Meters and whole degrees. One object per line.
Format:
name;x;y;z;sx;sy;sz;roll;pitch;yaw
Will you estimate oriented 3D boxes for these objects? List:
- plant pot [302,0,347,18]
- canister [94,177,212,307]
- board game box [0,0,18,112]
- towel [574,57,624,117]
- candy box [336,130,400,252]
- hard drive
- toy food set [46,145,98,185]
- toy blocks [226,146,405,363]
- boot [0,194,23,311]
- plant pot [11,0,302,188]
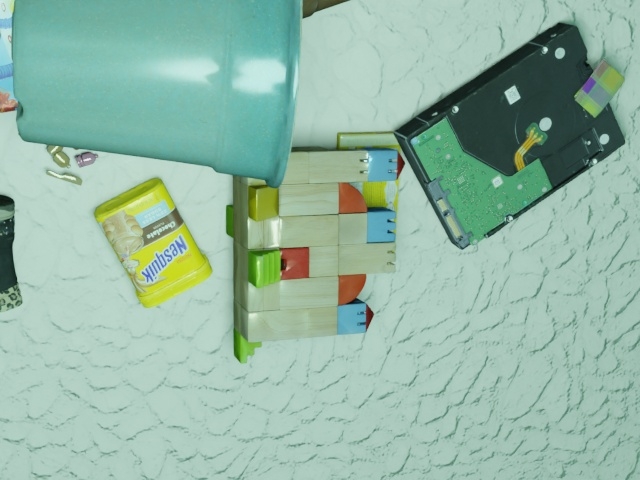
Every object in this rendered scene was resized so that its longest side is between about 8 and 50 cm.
plant pot;0.006;-0.407;1.512;0.165;0.167;0.167;-16;113;-17
canister;-0.262;0.003;1.630;0.126;0.073;0.170;-28;112;-4
board game box;-0.472;-0.330;1.445;0.301;0.086;0.308;-12;112;-11
towel;0.454;-0.247;1.697;0.060;0.009;0.083;34;93;-26
candy box;0.076;-0.076;1.716;0.105;0.027;0.206;-2;109;-12
hard drive;0.313;-0.168;1.714;0.339;0.064;0.237;-35;115;-6
toy food set;-0.369;-0.149;1.577;0.078;0.019;0.122;18;96;-21
toy blocks;0.000;0.000;1.636;0.260;0.191;0.382;-2;100;-18
boot;-0.564;0.031;1.554;0.236;0.085;0.179;-8;113;-13
plant pot;-0.211;-0.244;1.340;0.334;0.341;0.341;2;109;-11
